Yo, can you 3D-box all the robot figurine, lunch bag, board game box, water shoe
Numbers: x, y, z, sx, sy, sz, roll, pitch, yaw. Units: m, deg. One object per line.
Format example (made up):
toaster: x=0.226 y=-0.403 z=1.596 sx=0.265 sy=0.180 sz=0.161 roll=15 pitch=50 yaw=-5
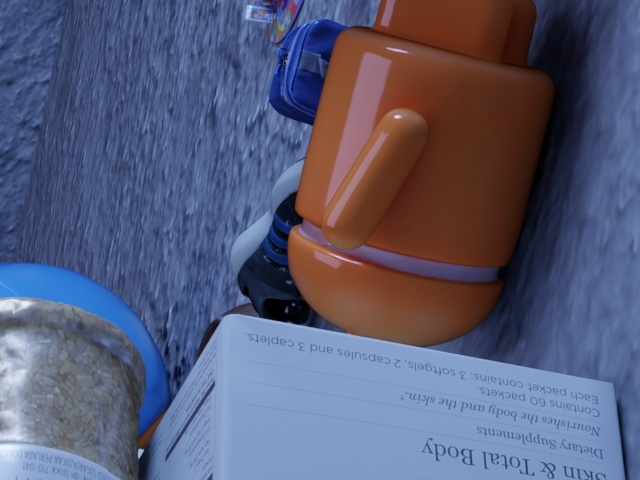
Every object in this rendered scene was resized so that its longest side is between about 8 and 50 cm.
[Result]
robot figurine: x=0.052 y=-0.036 z=1.035 sx=0.158 sy=0.128 sz=0.219 roll=-137 pitch=59 yaw=-71
lunch bag: x=0.014 y=-0.109 z=1.268 sx=0.065 sy=0.098 sz=0.067 roll=177 pitch=109 yaw=-71
board game box: x=-0.038 y=-0.260 z=1.663 sx=0.133 sy=0.033 sz=0.168 roll=137 pitch=140 yaw=-65
water shoe: x=0.000 y=0.000 z=1.339 sx=0.080 sy=0.073 sz=0.203 roll=66 pitch=152 yaw=16

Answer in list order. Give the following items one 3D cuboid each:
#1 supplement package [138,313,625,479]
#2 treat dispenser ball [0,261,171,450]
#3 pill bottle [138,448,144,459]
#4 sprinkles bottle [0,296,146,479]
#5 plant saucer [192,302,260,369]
supplement package: x=0.019 y=0.207 z=0.861 sx=0.198 sy=0.199 sz=0.262 roll=122 pitch=154 yaw=-50
treat dispenser ball: x=-0.284 y=0.163 z=1.777 sx=0.288 sy=0.288 sz=0.288 roll=-169 pitch=90 yaw=-74
pill bottle: x=-0.185 y=0.345 z=1.467 sx=0.204 sy=0.204 sz=0.361 roll=-100 pitch=25 yaw=-51
sprinkles bottle: x=-0.136 y=0.195 z=0.817 sx=0.121 sy=0.121 sz=0.355 roll=118 pitch=157 yaw=-46
plant saucer: x=-0.085 y=0.133 z=1.580 sx=0.168 sy=0.029 sz=0.168 roll=-170 pitch=90 yaw=-73
